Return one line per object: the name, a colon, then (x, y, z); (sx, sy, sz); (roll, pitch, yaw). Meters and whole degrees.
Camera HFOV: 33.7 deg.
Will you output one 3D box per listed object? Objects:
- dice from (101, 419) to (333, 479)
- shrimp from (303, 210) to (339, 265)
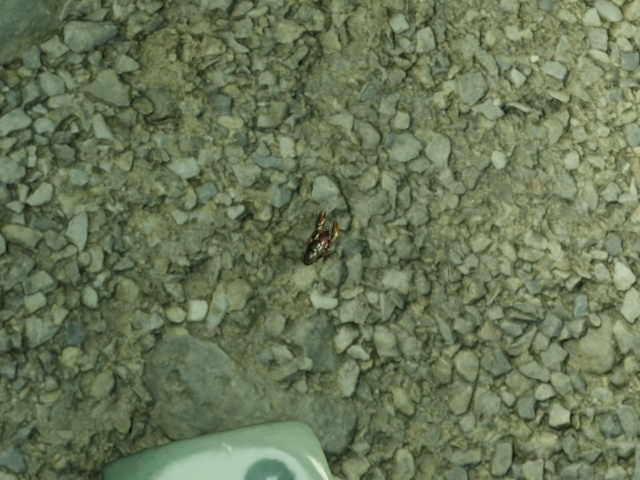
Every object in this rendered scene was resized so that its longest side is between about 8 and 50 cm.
dice: (-0.118, 0.373, 1.295); (0.268, 0.264, 0.262); (-9, 76, -12)
shrimp: (0.004, -0.001, 1.545); (0.038, 0.029, 0.092); (20, 68, -4)
